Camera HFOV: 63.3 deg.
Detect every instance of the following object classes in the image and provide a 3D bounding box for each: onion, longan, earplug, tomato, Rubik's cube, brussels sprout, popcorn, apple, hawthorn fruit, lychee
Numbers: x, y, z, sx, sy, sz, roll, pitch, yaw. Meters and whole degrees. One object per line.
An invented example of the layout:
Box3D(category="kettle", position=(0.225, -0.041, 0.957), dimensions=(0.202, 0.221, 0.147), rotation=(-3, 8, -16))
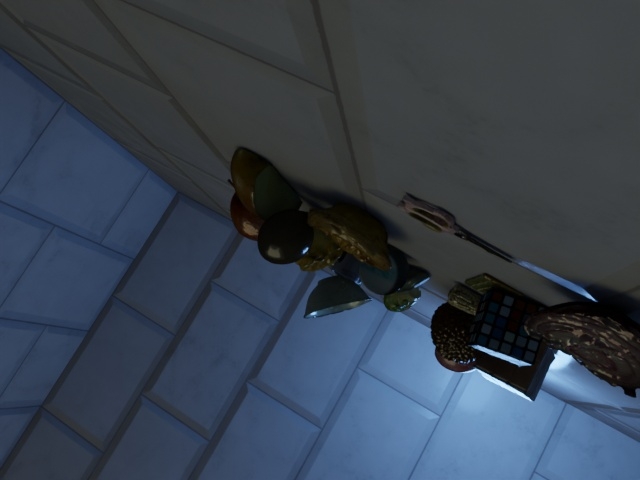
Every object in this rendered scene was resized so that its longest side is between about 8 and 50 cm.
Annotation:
Box3D(category="onion", position=(0.686, 0.224, 1.240), dimensions=(0.314, 0.146, 0.280), rotation=(39, 158, 4))
Box3D(category="longan", position=(-0.117, -0.011, 1.789), dimensions=(0.198, 0.212, 0.198), rotation=(53, 168, 17))
Box3D(category="earplug", position=(0.231, 0.109, 2.051), dimensions=(0.185, 0.185, 0.324), rotation=(30, 180, 0))
Box3D(category="tomato", position=(0.633, 0.451, 2.279), dimensions=(0.227, 0.270, 0.270), rotation=(20, 169, 21))
Box3D(category="Rubik's cube", position=(0.576, 0.270, 1.611), dimensions=(0.182, 0.187, 0.184), rotation=(20, 168, 11))
Box3D(category="brussels sprout", position=(0.369, 0.246, 2.359), dimensions=(0.181, 0.143, 0.162), rotation=(-27, 164, 36))
Box3D(category="popcorn", position=(-0.029, 0.005, 1.970), dimensions=(0.250, 0.250, 0.190), rotation=(31, -171, -4))
Box3D(category="apple", position=(-0.204, -0.189, 1.850), dimensions=(0.179, 0.254, 0.346), rotation=(-17, 155, 15))
Box3D(category="hawthorn fruit", position=(-0.246, -0.133, 2.081), dimensions=(0.231, 0.262, 0.235), rotation=(-7, -169, -10))
Box3D(category="lychee", position=(0.559, 0.342, 2.004), dimensions=(0.268, 0.267, 0.267), rotation=(29, 172, 5))
Box3D(category="Rubik's cube", position=(0.799, 0.497, 2.131), dimensions=(0.225, 0.221, 0.231), rotation=(23, 169, 37))

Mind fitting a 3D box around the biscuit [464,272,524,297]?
Box3D(category="biscuit", position=(0.547, 0.152, 1.663), dimensions=(0.139, 0.016, 0.231), rotation=(28, 172, 4))

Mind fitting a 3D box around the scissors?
Box3D(category="scissors", position=(0.339, -0.022, 1.305), dimensions=(0.318, 0.024, 0.160), rotation=(29, 172, 3))

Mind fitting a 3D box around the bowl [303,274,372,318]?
Box3D(category="bowl", position=(0.059, 0.236, 2.282), dimensions=(0.313, 0.314, 0.146), rotation=(69, -175, -77))

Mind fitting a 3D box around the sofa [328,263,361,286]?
Box3D(category="sofa", position=(0.121, 0.188, 2.780), dimensions=(0.225, 0.176, 0.210), rotation=(29, 172, 6))

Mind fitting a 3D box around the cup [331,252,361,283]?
Box3D(category="cup", position=(0.156, 0.116, 2.348), dimensions=(0.174, 0.142, 0.134), rotation=(32, 171, -13))

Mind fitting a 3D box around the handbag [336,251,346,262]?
Box3D(category="handbag", position=(0.000, 0.000, 2.154), dimensions=(0.215, 0.155, 0.169), rotation=(31, 180, -11))

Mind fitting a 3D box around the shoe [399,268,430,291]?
Box3D(category="shoe", position=(0.351, 0.149, 2.085), dimensions=(0.100, 0.103, 0.251), rotation=(65, 163, 9))

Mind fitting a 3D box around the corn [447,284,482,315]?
Box3D(category="corn", position=(0.561, 0.230, 1.870), dimensions=(0.211, 0.087, 0.087), rotation=(25, 171, 9))

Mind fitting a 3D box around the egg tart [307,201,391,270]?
Box3D(category="egg tart", position=(0.108, -0.029, 1.711), dimensions=(0.341, 0.129, 0.341), rotation=(30, 173, 4))
